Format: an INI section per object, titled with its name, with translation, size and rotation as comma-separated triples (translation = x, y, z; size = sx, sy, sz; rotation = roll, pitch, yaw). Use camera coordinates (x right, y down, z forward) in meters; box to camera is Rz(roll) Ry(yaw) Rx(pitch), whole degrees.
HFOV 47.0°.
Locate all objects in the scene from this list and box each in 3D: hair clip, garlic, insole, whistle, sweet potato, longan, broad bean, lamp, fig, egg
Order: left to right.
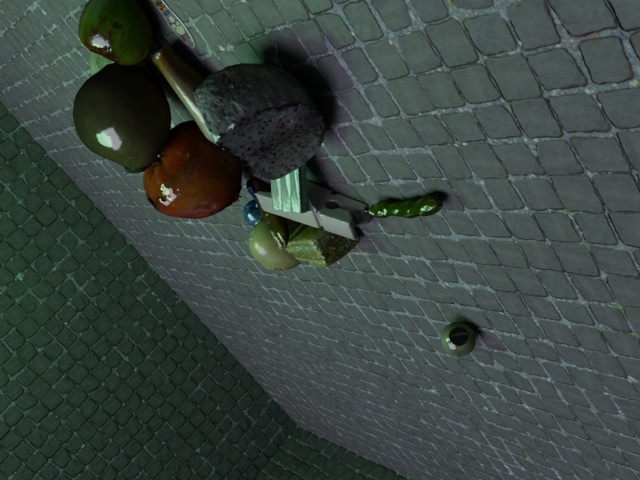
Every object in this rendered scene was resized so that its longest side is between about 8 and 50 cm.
[fig]
translation = -0.502, -0.524, 1.800
size = 0.181, 0.181, 0.191
rotation = 34, 133, 17
[longan]
translation = -0.516, -0.314, 1.924
size = 0.300, 0.243, 0.300
rotation = 166, 90, -71
[insole]
translation = -0.363, -0.540, 1.749
size = 0.197, 0.004, 0.065
rotation = 51, 156, -23
[garlic]
translation = -0.307, -0.357, 1.851
size = 0.318, 0.112, 0.143
rotation = 44, 179, -10
[whistle]
translation = -0.196, -0.096, 2.167
size = 0.090, 0.090, 0.158
rotation = 9, 141, 53
[sweet potato]
translation = -0.136, -0.081, 2.031
size = 0.067, 0.067, 0.273
rotation = 69, 176, -48
[egg]
translation = -0.119, 0.007, 2.111
size = 0.164, 0.164, 0.202
rotation = 24, -168, 36
[hair clip]
translation = -0.025, -0.095, 1.893
size = 0.331, 0.101, 0.085
rotation = 21, 144, 37
[broad bean]
translation = 0.189, -0.075, 1.640
size = 0.053, 0.052, 0.256
rotation = 12, 173, -32
[lamp]
translation = 0.365, 0.268, 1.954
size = 0.091, 0.091, 0.163
rotation = 35, 172, 17

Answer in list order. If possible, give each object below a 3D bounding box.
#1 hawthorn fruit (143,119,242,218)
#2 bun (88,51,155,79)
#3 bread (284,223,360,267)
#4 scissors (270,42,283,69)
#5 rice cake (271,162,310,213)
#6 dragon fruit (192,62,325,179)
[hawthorn fruit]
translation = -0.329, -0.179, 2.050
size = 0.308, 0.275, 0.276
rotation = 24, 173, -40
[bun]
translation = -0.571, -0.463, 2.084
size = 0.221, 0.108, 0.221
rotation = 34, 157, 17
[bread]
translation = 0.000, 0.000, 1.972
size = 0.196, 0.138, 0.102
rotation = -1, 123, 59
[scissors]
translation = -0.094, -0.394, 1.577
size = 0.036, 0.006, 0.083
rotation = 34, 156, 14
[rice cake]
translation = -0.079, -0.171, 1.808
size = 0.124, 0.038, 0.211
rotation = 11, 114, 45
[dragon fruit]
translation = -0.124, -0.287, 1.593
size = 0.221, 0.204, 0.283
rotation = 60, -168, 27
